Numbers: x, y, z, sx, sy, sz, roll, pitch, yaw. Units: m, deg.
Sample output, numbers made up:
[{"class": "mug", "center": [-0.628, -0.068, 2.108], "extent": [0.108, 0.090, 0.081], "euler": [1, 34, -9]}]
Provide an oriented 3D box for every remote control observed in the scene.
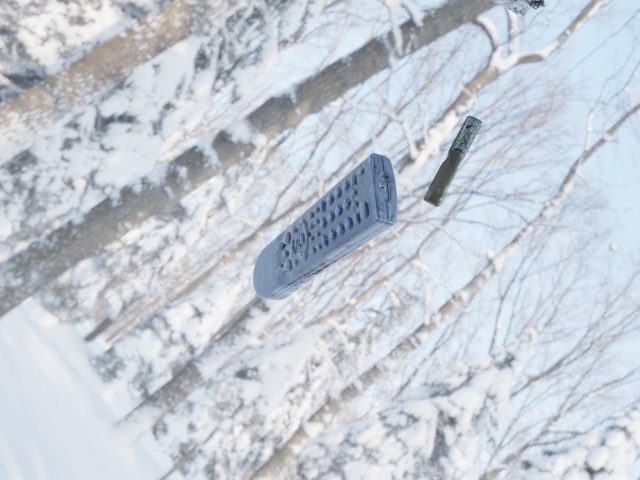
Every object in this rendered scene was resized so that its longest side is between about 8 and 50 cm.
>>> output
[{"class": "remote control", "center": [-0.001, -0.001, 0.447], "extent": [0.027, 0.044, 0.152], "euler": [16, -29, -23]}]

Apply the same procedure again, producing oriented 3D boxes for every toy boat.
[{"class": "toy boat", "center": [0.231, -0.291, 0.816], "extent": [0.066, 0.084, 0.210], "euler": [42, 28, -6]}]

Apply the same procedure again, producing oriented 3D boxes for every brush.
[{"class": "brush", "center": [0.241, -0.146, 1.293], "extent": [0.034, 0.190, 0.027], "euler": [30, -14, 1]}]
